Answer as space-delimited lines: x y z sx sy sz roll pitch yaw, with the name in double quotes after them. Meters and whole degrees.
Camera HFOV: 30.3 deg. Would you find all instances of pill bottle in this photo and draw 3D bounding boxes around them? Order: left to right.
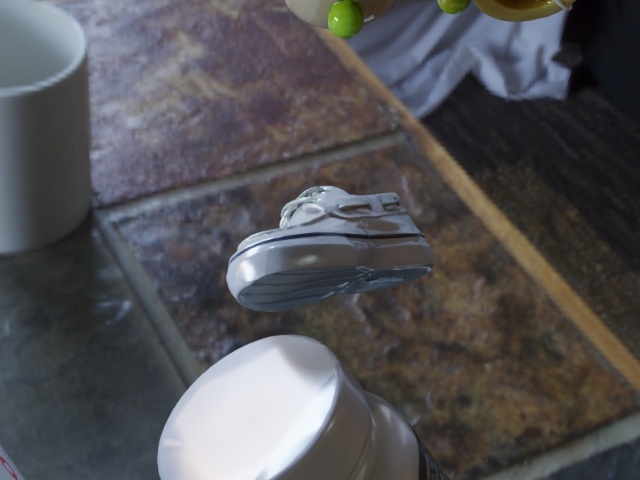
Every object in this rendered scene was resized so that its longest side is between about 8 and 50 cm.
0.020 0.204 0.820 0.161 0.283 0.161 -23 35 17 "pill bottle"

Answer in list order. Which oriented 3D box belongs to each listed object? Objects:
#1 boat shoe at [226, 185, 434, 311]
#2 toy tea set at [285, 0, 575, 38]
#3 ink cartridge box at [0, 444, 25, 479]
0.000 0.000 0.843 0.226 0.083 0.076 2 63 -61 "boat shoe"
0.141 -0.168 0.603 0.336 0.200 0.124 -21 57 27 "toy tea set"
-0.225 0.219 0.673 0.129 0.307 0.223 -37 76 -6 "ink cartridge box"
